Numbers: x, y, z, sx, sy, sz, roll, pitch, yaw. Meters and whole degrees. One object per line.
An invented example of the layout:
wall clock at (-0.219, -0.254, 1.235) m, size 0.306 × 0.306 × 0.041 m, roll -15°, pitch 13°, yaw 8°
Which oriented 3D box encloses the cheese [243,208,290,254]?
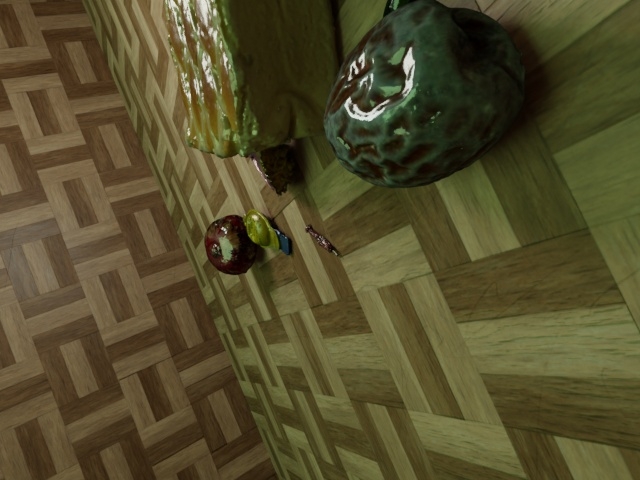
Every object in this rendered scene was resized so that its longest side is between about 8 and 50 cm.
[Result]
cheese at (-0.189, -0.024, 1.484) m, size 0.250 × 0.064 × 0.156 m, roll 32°, pitch 137°, yaw 35°

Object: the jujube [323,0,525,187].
jujube at (0.127, -0.200, 0.636) m, size 0.246 × 0.215 × 0.308 m, roll 66°, pitch 153°, yaw 6°

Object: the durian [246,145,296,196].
durian at (-0.149, -0.243, 1.219) m, size 0.191 × 0.112 × 0.341 m, roll 50°, pitch 179°, yaw -32°

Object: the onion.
onion at (-0.355, 0.019, 1.674) m, size 0.246 × 0.190 × 0.246 m, roll 14°, pitch 111°, yaw 40°

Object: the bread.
bread at (-0.161, -0.404, 0.948) m, size 0.371 × 0.279 × 0.390 m, roll 25°, pitch 127°, yaw 50°

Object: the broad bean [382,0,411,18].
broad bean at (0.117, -0.385, 0.714) m, size 0.069 × 0.039 × 0.227 m, roll 65°, pitch 153°, yaw 20°

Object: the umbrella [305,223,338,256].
umbrella at (0.000, 0.000, 1.208) m, size 0.165 × 0.025 × 0.027 m, roll 42°, pitch 164°, yaw 43°
